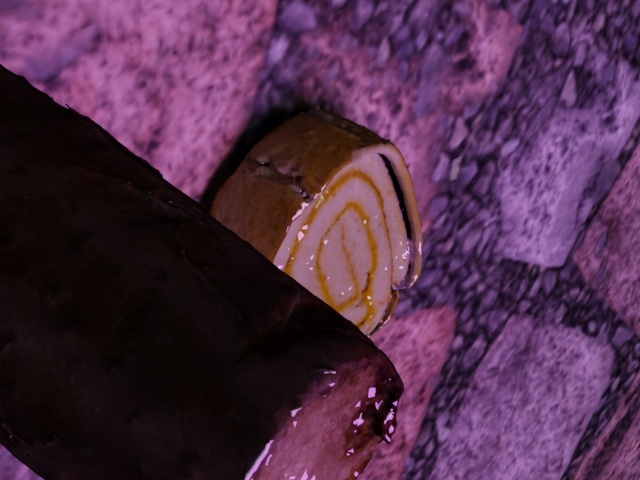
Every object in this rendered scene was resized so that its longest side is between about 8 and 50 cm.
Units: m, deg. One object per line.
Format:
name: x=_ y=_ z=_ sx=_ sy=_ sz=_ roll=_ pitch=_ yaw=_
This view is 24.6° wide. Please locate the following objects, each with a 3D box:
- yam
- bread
yam: x=-0.099 y=0.017 z=0.556 sx=0.131 sy=0.279 sz=0.131 roll=-40 pitch=150 yaw=-29
bread: x=0.000 y=0.000 z=0.827 sx=0.117 sy=0.064 sz=0.156 roll=-38 pitch=141 yaw=-18
